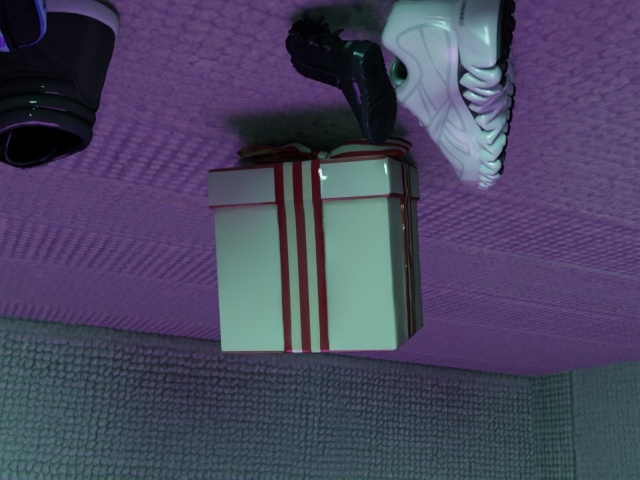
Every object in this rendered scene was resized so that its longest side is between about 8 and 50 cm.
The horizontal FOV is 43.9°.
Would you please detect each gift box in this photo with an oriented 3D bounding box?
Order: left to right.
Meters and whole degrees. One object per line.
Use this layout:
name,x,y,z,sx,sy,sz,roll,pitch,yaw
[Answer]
gift box,0.000,0.000,1.039,0.255,0.258,0.276,-3,-178,11

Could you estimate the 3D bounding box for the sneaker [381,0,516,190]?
sneaker,0.135,-0.146,0.800,0.118,0.110,0.292,6,156,17

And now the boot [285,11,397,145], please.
boot,0.018,-0.154,0.760,0.099,0.045,0.121,27,151,35

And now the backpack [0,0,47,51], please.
backpack,-0.274,-0.218,0.580,0.158,0.117,0.173,4,162,-7

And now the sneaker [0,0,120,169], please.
sneaker,-0.337,-0.144,0.783,0.295,0.147,0.104,-3,164,23
